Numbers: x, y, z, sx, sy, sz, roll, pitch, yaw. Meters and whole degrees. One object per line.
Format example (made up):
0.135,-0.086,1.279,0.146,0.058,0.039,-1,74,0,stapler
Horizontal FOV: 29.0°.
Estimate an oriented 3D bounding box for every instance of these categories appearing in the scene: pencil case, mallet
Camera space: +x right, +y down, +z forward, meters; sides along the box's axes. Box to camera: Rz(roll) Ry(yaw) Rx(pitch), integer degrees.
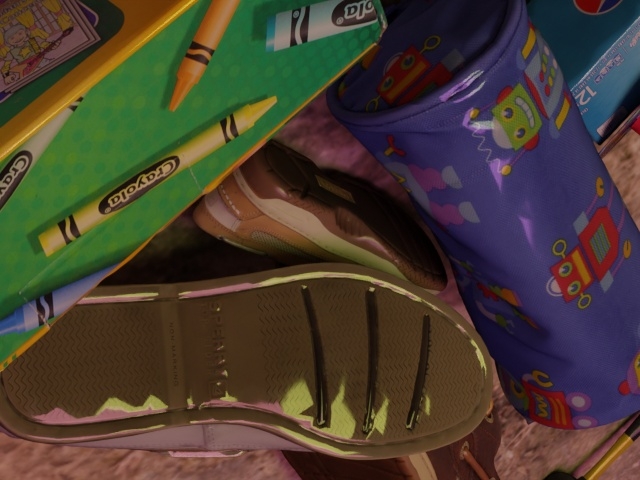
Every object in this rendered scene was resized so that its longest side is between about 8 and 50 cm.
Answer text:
0.115,-0.013,0.734,0.119,0.133,0.306,-45,127,-14,pencil case
0.278,0.184,1.145,0.189,0.039,0.062,-52,136,5,mallet

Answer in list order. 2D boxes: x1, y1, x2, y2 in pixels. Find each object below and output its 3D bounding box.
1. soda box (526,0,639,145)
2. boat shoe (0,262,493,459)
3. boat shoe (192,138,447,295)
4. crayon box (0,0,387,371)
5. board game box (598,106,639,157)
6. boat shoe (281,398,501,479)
0.209,-0.166,0.751,0.210,0.071,0.067,-47,141,7,soda box
-0.049,0.069,0.710,0.302,0.103,0.113,7,81,-24,boat shoe
0.000,0.000,0.753,0.072,0.068,0.190,-40,134,22,boat shoe
-0.133,-0.055,0.483,0.278,0.165,0.081,-42,141,-13,crayon box
0.239,-0.092,0.806,0.169,0.033,0.133,-42,170,-25,board game box
0.070,0.151,0.911,0.123,0.123,0.342,-58,135,-28,boat shoe
